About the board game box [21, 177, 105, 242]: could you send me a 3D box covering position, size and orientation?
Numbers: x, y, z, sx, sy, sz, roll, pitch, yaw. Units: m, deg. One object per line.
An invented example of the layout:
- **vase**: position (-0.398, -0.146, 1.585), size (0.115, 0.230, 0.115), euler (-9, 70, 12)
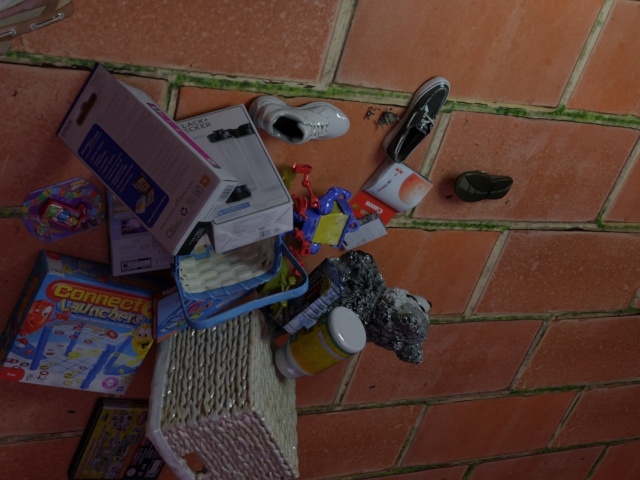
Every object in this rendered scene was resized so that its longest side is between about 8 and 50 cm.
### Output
- **board game box**: position (-0.528, -0.054, 1.675), size (0.168, 0.033, 0.133), euler (-19, 131, -13)

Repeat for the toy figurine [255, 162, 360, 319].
- **toy figurine**: position (0.000, 0.000, 1.886), size (0.217, 0.191, 0.363), euler (-2, 127, -31)

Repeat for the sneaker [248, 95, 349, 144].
- **sneaker**: position (-0.034, -0.239, 1.723), size (0.232, 0.115, 0.090), euler (0, 125, -26)

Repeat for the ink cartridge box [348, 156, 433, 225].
- **ink cartridge box**: position (0.167, -0.106, 1.976), size (0.145, 0.045, 0.179), euler (28, 107, -38)

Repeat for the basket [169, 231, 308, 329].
- **basket**: position (-0.190, 0.044, 1.661), size (0.254, 0.289, 0.201), euler (-18, 139, -18)

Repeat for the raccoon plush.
- **raccoon plush**: position (0.061, 0.233, 2.009), size (0.446, 0.299, 0.216), euler (-33, 133, 0)

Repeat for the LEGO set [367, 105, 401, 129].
- **LEGO set**: position (0.145, -0.284, 1.846), size (0.083, 0.023, 0.054), euler (31, 105, -26)

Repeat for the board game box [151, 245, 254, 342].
- **board game box**: position (-0.265, 0.122, 1.868), size (0.281, 0.027, 0.145), euler (-27, 143, -35)

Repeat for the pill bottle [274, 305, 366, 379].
- **pill bottle**: position (-0.005, 0.247, 1.899), size (0.208, 0.118, 0.117), euler (-33, 137, 32)

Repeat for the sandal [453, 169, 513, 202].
- **sandal**: position (0.408, -0.149, 2.059), size (0.219, 0.060, 0.090), euler (-6, 134, -41)

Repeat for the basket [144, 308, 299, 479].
- **basket**: position (-0.221, 0.387, 1.929), size (0.266, 0.331, 0.328), euler (-15, 131, 9)

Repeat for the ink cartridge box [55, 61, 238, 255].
- **ink cartridge box**: position (-0.332, -0.155, 1.516), size (0.176, 0.371, 0.069), euler (-53, 161, 17)

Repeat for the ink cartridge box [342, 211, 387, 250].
- **ink cartridge box**: position (0.102, -0.022, 2.012), size (0.115, 0.029, 0.063), euler (-23, 134, 11)

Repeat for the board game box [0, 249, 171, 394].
- **board game box**: position (-0.531, 0.195, 1.828), size (0.308, 0.086, 0.302), euler (16, 117, -35)

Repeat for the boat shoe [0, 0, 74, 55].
- **boat shoe**: position (-0.567, -0.362, 1.364), size (0.324, 0.123, 0.116), euler (-25, 134, -5)

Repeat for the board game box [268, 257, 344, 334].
- **board game box**: position (-0.035, 0.152, 1.895), size (0.194, 0.194, 0.060), euler (-41, 105, 12)

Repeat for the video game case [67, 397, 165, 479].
- **video game case**: position (-0.505, 0.530, 2.133), size (0.248, 0.035, 0.275), euler (10, 120, -33)

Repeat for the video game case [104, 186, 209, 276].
- **video game case**: position (-0.326, -0.053, 1.757), size (0.269, 0.061, 0.244), euler (-8, 129, -21)

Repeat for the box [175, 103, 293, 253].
- **box**: position (-0.181, -0.129, 1.610), size (0.169, 0.290, 0.087), euler (-17, 146, -14)

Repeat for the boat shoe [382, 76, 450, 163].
- **boat shoe**: position (0.232, -0.272, 1.861), size (0.077, 0.070, 0.219), euler (21, 113, -37)
